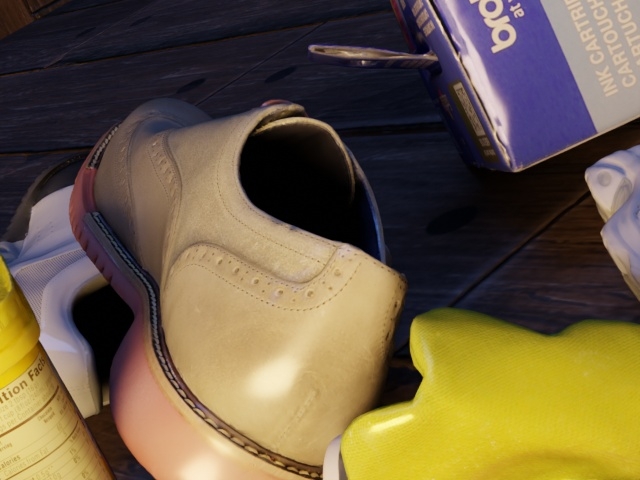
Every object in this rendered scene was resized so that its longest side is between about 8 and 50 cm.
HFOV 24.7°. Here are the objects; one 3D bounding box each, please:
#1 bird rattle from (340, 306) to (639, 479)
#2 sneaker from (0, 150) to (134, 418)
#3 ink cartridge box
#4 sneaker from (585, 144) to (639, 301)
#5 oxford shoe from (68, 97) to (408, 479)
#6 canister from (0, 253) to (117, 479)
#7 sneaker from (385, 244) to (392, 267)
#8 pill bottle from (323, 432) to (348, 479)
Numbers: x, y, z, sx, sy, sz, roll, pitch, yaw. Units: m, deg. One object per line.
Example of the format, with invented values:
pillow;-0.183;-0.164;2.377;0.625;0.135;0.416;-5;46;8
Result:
bird rattle;0.100;0.133;0.408;0.207;0.143;0.253;-44;37;-16
sneaker;-0.136;0.034;0.927;0.146;0.123;0.330;0;24;13
ink cartridge box;0.189;-0.160;0.872;0.395;0.151;0.270;-26;4;2
sneaker;0.184;-0.014;0.629;0.115;0.090;0.232;-39;17;14
oxford shoe;-0.033;-0.007;0.764;0.146;0.140;0.397;-56;26;14
canister;-0.129;0.099;0.629;0.073;0.170;0.126;-29;19;-11
sneaker;0.000;0.000;0.911;0.061;0.054;0.152;-32;20;-29
pill bottle;0.065;0.093;0.570;0.116;0.065;0.065;-17;20;19
